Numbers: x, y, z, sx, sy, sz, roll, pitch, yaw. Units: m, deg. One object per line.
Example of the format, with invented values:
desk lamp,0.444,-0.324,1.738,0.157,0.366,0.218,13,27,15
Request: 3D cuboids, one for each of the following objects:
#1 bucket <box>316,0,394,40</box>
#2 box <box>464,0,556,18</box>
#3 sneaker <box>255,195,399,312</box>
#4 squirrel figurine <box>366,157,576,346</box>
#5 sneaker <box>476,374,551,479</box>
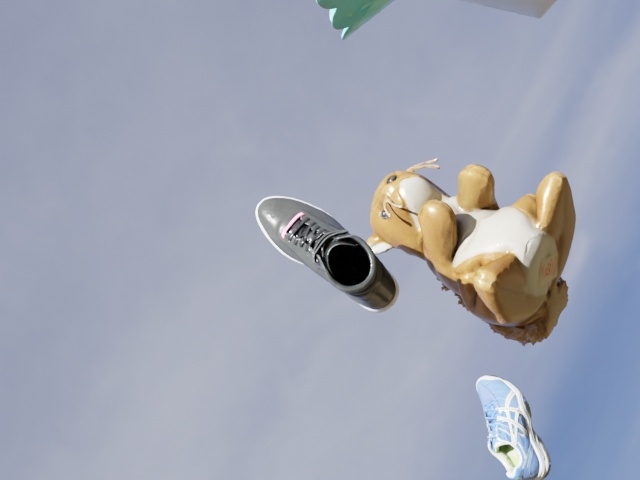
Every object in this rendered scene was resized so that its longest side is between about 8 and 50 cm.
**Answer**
bucket,0.038,-0.474,1.832,0.183,0.281,0.281,-32,-31,6
box,0.162,-0.283,0.919,0.130,0.091,0.170,128,152,-73
sneaker,0.001,0.000,1.944,0.104,0.296,0.147,-51,-20,-6
squirrel figurine,0.271,0.025,2.216,0.281,0.370,0.397,-57,-38,-20
sneaker,0.334,0.334,2.106,0.081,0.211,0.080,-4,-35,-38
